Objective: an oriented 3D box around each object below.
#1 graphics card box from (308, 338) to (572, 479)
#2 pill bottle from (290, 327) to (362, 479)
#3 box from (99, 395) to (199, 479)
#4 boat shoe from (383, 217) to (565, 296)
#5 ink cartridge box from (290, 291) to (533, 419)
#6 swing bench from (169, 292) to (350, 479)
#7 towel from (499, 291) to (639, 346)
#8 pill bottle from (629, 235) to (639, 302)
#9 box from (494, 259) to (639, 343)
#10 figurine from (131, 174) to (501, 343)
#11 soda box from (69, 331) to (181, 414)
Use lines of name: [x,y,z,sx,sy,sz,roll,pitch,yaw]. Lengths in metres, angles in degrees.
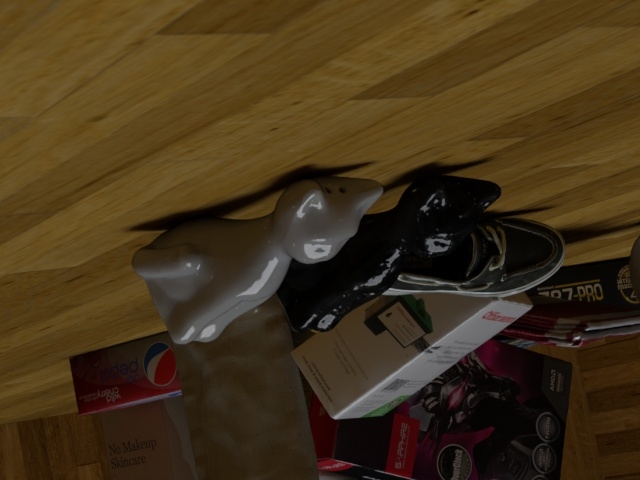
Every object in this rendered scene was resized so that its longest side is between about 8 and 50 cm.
graphics card box: [0.169,0.241,2.216,0.371,0.232,0.094,19,159,-23]
pill bottle: [-0.036,0.288,2.334,0.188,0.334,0.187,-2,128,-3]
box: [-0.222,0.310,2.304,0.148,0.311,0.121,-18,169,41]
boat shoe: [0.146,0.017,1.524,0.219,0.077,0.070,-7,173,-21]
ink cartridge box: [0.101,0.095,1.701,0.219,0.092,0.160,-38,164,13]
swing bench: [-0.076,0.188,1.813,0.165,0.253,0.255,-12,172,7]
towel: [0.224,0.087,1.931,0.329,0.037,0.237,8,-174,35]
pill bottle: [0.497,0.026,1.916,0.229,0.131,0.131,-8,172,-22]
box: [0.285,0.122,2.483,0.318,0.097,0.395,-8,172,-27]
figurine: [0.000,0.000,1.196,0.215,0.092,0.209,-3,161,-46]
soda box: [-0.217,0.173,2.158,0.263,0.083,0.092,-17,171,36]
